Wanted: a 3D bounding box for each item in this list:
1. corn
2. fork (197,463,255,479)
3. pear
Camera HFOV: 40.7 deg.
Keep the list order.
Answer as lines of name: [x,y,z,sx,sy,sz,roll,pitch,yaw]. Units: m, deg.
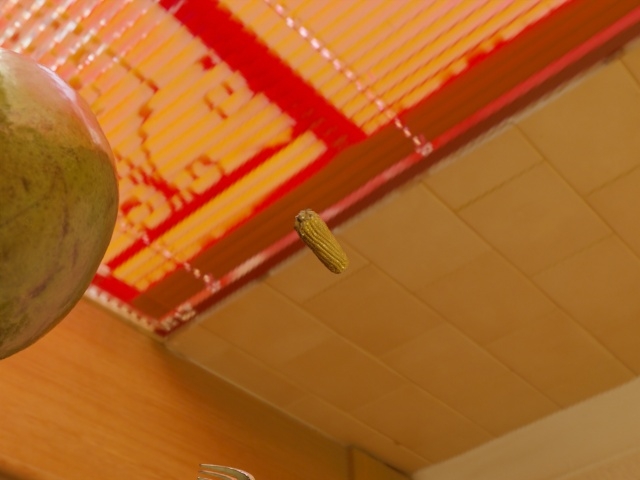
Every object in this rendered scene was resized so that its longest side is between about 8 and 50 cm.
corn: [0.000,0.000,0.817,0.027,0.083,0.028,-27,-141,13]
fork: [-0.034,0.241,0.748,0.219,0.028,0.034,14,-89,46]
pear: [-0.293,-0.031,0.697,0.253,0.253,0.307,-41,-163,17]
